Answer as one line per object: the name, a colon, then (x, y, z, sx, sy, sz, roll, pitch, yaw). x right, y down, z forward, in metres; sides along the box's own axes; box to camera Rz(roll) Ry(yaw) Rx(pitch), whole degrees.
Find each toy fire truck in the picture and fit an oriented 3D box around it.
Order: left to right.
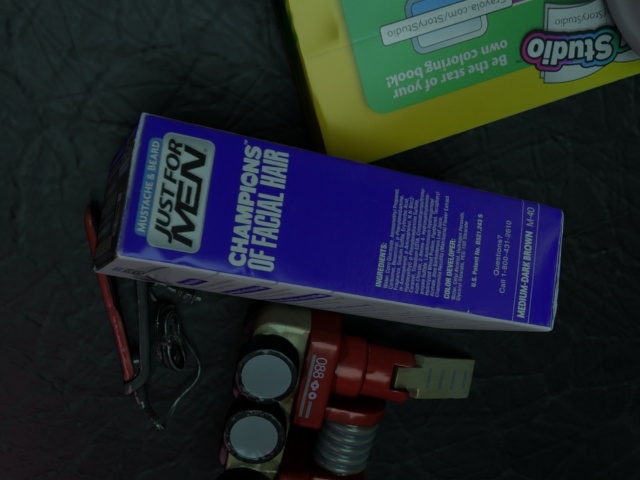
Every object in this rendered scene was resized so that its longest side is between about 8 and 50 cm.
toy fire truck: (0.032, 0.175, 0.789, 0.247, 0.158, 0.216, 11, 108, -4)

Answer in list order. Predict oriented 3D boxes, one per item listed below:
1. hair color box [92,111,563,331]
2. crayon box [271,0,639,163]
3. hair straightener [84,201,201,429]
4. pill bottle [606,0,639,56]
hair color box: (0.000, 0.000, 0.657, 0.339, 0.185, 0.110, 9, 82, -20)
crayon box: (0.131, -0.261, 0.651, 0.363, 0.106, 0.313, -18, 114, -5)
hair straightener: (-0.154, 0.070, 0.749, 0.089, 0.047, 0.230, -9, 106, -8)
pill bottle: (0.329, -0.222, 0.587, 0.216, 0.121, 0.121, -32, 113, -2)
